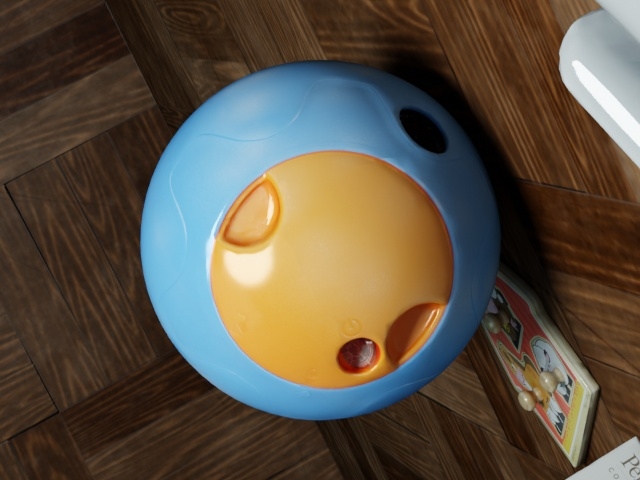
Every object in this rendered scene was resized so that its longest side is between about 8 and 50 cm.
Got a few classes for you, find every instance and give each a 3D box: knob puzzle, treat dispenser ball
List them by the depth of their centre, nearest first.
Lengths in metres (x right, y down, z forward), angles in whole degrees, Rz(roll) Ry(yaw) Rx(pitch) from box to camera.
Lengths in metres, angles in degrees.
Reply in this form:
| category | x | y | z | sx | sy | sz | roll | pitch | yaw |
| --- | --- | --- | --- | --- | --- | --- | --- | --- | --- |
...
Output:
| category | x | y | z | sx | sy | sz | roll | pitch | yaw |
| --- | --- | --- | --- | --- | --- | --- | --- | --- | --- |
| treat dispenser ball | 0.000 | 0.000 | 1.538 | 0.288 | 0.288 | 0.288 | 57 | 167 | 20 |
| knob puzzle | 0.170 | 0.093 | 1.674 | 0.213 | 0.030 | 0.213 | 57 | 168 | 19 |

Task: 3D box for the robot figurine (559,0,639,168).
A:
| category | x | y | z | sx | sy | sz | roll | pitch | yaw |
| --- | --- | --- | --- | --- | --- | --- | --- | --- | --- |
| robot figurine | 0.185 | -0.138 | 0.665 | 0.353 | 0.199 | 0.300 | 54 | 136 | 36 |

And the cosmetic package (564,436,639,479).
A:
| category | x | y | z | sx | sy | sz | roll | pitch | yaw |
| --- | --- | --- | --- | --- | --- | --- | --- | --- | --- |
| cosmetic package | 0.149 | 0.342 | 1.517 | 0.197 | 0.365 | 0.155 | 54 | 168 | 21 |
